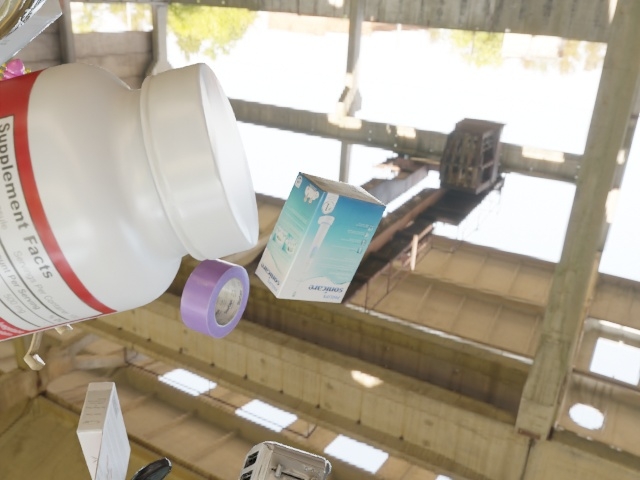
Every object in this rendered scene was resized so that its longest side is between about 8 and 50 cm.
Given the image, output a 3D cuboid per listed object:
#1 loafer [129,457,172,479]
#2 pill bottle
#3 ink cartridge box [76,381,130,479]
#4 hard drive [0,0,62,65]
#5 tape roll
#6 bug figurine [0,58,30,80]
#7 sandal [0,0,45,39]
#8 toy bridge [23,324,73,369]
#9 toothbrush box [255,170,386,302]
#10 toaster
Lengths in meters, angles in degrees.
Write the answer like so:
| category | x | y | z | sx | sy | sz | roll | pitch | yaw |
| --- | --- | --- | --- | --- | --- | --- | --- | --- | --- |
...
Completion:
| category | x | y | z | sx | sy | sz | roll | pitch | yaw |
| --- | --- | --- | --- | --- | --- | --- | --- | --- | --- |
| loafer | -0.483 | 0.669 | 1.619 | 0.223 | 0.076 | 0.078 | -35 | -132 | -26 |
| pill bottle | -0.276 | -0.028 | 0.568 | 0.407 | 0.229 | 0.229 | -14 | -158 | 3 |
| ink cartridge box | -0.515 | 0.528 | 1.447 | 0.066 | 0.297 | 0.261 | -1 | -140 | -6 |
| hard drive | -0.570 | -0.289 | 0.902 | 0.352 | 0.047 | 0.233 | -10 | -174 | 43 |
| tape roll | -0.262 | 0.144 | 1.539 | 0.080 | 0.189 | 0.189 | 16 | -155 | 21 |
| bug figurine | -0.636 | -0.283 | 1.349 | 0.278 | 0.216 | 0.072 | 6 | -160 | -47 |
| sandal | -0.247 | -0.251 | 0.543 | 0.180 | 0.049 | 0.072 | -37 | -156 | 18 |
| toy bridge | -0.503 | 0.155 | 1.173 | 0.063 | 0.188 | 0.026 | 39 | -178 | 19 |
| toothbrush box | 0.000 | 0.000 | 1.548 | 0.216 | 0.296 | 0.126 | 8 | -157 | -40 |
| toaster | -0.083 | 0.497 | 1.269 | 0.146 | 0.227 | 0.129 | 24 | -120 | -8 |
